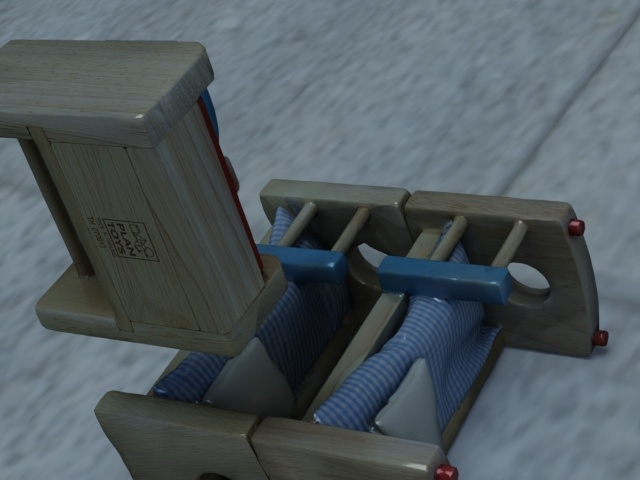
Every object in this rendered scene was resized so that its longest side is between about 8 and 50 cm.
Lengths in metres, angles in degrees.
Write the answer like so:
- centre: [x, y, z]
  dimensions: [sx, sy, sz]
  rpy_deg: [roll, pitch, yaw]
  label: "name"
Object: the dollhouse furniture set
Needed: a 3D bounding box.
- centre: [0.000, 0.000, 0.439]
  dimensions: [0.129, 0.184, 0.129]
  rpy_deg: [5, 42, 30]
  label: "dollhouse furniture set"
